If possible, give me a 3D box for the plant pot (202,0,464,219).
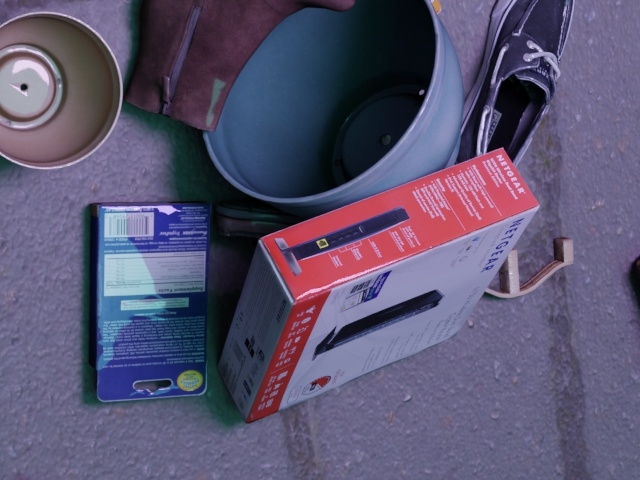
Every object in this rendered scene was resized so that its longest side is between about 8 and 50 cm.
[{"bbox_3d":[0.042,-0.141,1.609,0.196,0.293,0.293,35,81,-52],"label":"plant pot"}]

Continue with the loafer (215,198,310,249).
[{"bbox_3d":[0.000,0.000,1.694,0.268,0.096,0.084,2,103,-28],"label":"loafer"}]

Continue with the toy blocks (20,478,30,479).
[{"bbox_3d":[-0.315,0.358,1.614,0.123,0.054,0.148,27,85,-26],"label":"toy blocks"}]

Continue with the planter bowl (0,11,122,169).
[{"bbox_3d":[-0.302,-0.160,1.512,0.162,0.109,0.162,-4,100,-25],"label":"planter bowl"}]

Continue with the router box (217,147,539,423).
[{"bbox_3d":[0.054,0.057,1.604,0.301,0.335,0.082,-21,68,-21],"label":"router box"}]

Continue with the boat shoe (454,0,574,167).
[{"bbox_3d":[0.251,-0.206,1.775,0.108,0.102,0.301,30,85,-26],"label":"boat shoe"}]

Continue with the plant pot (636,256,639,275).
[{"bbox_3d":[0.515,0.077,1.921,0.167,0.167,0.165,-31,102,-19],"label":"plant pot"}]

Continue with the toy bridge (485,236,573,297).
[{"bbox_3d":[0.244,0.041,1.851,0.188,0.026,0.063,-11,103,-24],"label":"toy bridge"}]

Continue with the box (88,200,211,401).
[{"bbox_3d":[-0.195,0.068,1.638,0.136,0.036,0.225,-1,97,-25],"label":"box"}]

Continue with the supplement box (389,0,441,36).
[{"bbox_3d":[0.057,-0.357,1.674,0.080,0.078,0.233,-28,109,-22],"label":"supplement box"}]

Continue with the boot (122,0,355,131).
[{"bbox_3d":[-0.087,-0.217,1.563,0.090,0.248,0.206,0,105,-69],"label":"boot"}]
